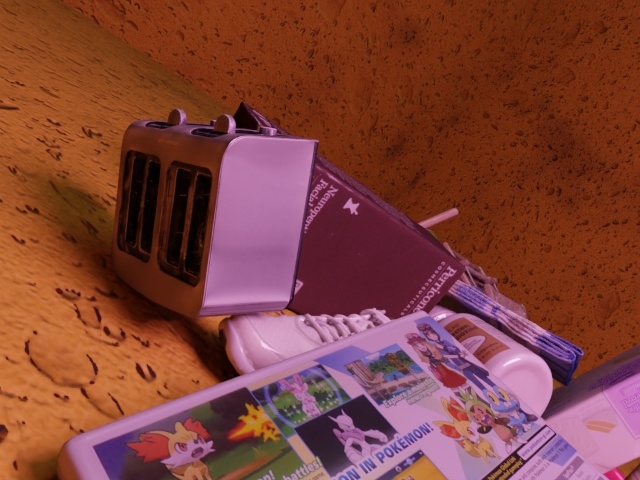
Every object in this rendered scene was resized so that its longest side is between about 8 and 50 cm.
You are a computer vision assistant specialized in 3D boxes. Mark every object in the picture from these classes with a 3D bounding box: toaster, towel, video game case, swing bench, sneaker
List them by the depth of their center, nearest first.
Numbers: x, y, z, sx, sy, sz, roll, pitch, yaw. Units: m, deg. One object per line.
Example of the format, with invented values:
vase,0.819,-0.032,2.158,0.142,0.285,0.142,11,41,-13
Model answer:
video game case,0.068,0.181,0.326,0.328,0.036,0.300,-10,43,-45
toaster,-0.102,-0.021,0.508,0.168,0.186,0.110,19,13,43
sneaker,0.024,0.114,0.572,0.292,0.118,0.110,26,17,-41
towel,0.301,0.151,0.956,0.285,0.034,0.209,31,-13,28
swing bench,0.414,0.170,1.473,0.253,0.165,0.255,26,16,-48

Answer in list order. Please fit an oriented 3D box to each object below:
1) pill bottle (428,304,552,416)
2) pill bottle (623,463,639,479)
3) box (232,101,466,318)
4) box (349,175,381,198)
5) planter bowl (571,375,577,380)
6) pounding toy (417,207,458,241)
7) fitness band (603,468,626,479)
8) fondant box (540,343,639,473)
pill bottle,0.232,0.188,0.863,0.131,0.131,0.229,32,2,-25
pill bottle,0.472,0.355,0.739,0.119,0.209,0.119,36,11,-8
box,0.000,0.000,0.785,0.381,0.191,0.143,30,14,-29
box,0.146,-0.018,1.443,0.300,0.154,0.142,43,12,23
planter bowl,0.596,0.399,1.228,0.162,0.109,0.162,36,10,-7
pounding toy,0.199,0.057,1.161,0.182,0.237,0.110,-11,56,-25
fitness band,0.530,0.450,0.969,0.209,0.054,0.291,36,9,11
fondant box,0.451,0.272,0.886,0.096,0.238,0.330,59,20,17
